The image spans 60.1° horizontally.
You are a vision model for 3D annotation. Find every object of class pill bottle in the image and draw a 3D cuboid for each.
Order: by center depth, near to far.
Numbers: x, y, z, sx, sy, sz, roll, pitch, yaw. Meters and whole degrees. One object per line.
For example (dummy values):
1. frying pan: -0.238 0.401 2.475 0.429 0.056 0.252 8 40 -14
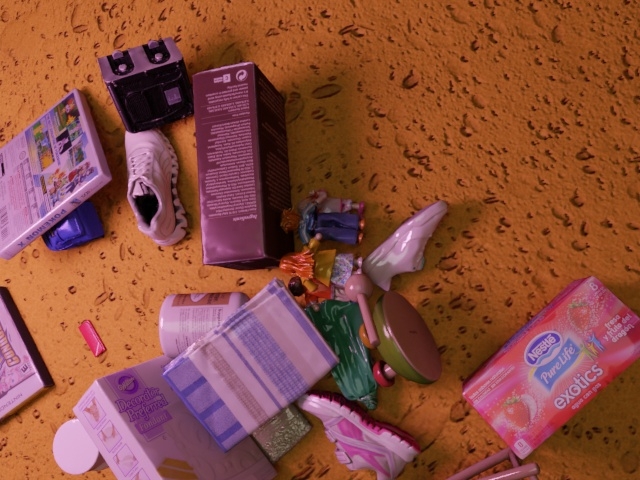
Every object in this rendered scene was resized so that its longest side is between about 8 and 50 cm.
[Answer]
1. pill bottle: -0.425 0.390 1.111 0.119 0.208 0.119 -2 83 13
2. pill bottle: -0.196 0.170 1.121 0.229 0.131 0.131 -2 83 3

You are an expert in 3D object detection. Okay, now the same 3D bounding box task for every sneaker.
1. sneaker: 0.057 0.376 1.056 0.252 0.103 0.111 28 88 15
2. sneaker: 0.183 0.013 1.095 0.212 0.080 0.094 -43 88 12
3. sneaker: -0.376 -0.136 1.214 0.110 0.118 0.292 -21 78 12

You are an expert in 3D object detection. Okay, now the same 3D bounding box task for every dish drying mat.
1. dish drying mat: -0.520 0.223 1.257 0.032 0.008 0.083 -38 77 7

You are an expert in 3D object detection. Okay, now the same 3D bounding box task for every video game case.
1. video game case: -0.628 -0.161 1.257 0.299 0.036 0.329 -36 54 7
2. video game case: -0.784 0.290 1.296 0.248 0.035 0.275 -35 77 7

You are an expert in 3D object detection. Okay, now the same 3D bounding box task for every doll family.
1. doll family: 0.000 0.000 1.073 0.163 0.118 0.263 6 70 -1

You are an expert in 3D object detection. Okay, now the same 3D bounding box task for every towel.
1. towel: -0.128 0.234 1.043 0.285 0.034 0.209 -38 95 -5
2. towel: -0.098 0.390 1.129 0.148 0.027 0.110 -42 77 5

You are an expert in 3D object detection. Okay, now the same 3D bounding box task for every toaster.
1. toaster: -0.364 -0.329 1.191 0.167 0.186 0.110 -22 60 -12

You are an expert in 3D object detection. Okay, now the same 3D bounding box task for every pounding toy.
1. pounding toy: 0.114 0.186 1.018 0.110 0.236 0.183 -35 39 23

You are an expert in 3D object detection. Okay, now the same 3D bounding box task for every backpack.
1. backpack: -0.575 -0.032 1.250 0.120 0.101 0.098 -18 90 13

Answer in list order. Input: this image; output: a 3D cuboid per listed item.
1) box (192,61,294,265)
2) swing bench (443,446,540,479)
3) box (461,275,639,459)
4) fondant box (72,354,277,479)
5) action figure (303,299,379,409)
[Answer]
1. box: -0.151 -0.136 1.124 0.143 0.191 0.382 -8 81 13
2. swing bench: 0.302 0.528 0.949 0.254 0.165 0.253 -27 78 9
3. box: 0.405 0.215 0.971 0.300 0.154 0.142 -44 76 6
4. fondant box: -0.268 0.384 1.049 0.330 0.238 0.096 47 112 16
5. action figure: 0.055 0.226 1.095 0.137 0.063 0.232 -26 74 7
